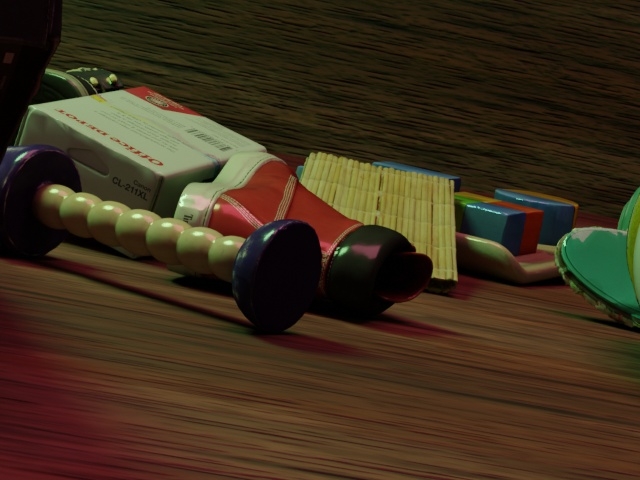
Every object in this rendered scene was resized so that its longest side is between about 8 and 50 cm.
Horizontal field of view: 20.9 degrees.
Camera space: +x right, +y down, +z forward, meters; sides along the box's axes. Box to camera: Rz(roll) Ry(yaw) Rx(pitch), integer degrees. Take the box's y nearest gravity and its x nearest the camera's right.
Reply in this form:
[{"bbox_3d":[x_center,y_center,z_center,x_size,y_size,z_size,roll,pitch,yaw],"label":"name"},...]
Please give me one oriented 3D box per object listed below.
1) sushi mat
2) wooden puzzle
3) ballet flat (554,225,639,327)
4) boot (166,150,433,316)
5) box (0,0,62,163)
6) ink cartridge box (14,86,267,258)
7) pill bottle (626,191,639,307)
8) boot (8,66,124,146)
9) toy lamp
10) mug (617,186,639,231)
[{"bbox_3d":[0.049,-0.021,1.580,0.151,0.019,0.316,13,18,0],"label":"sushi mat"},{"bbox_3d":[0.131,-0.028,1.850,0.322,0.081,0.348,14,6,28],"label":"wooden puzzle"},{"bbox_3d":[0.314,0.054,1.480,0.241,0.091,0.077,17,-24,13],"label":"ballet flat"},{"bbox_3d":[0.000,0.000,1.280,0.176,0.088,0.244,14,12,6],"label":"boot"},{"bbox_3d":[-0.299,-0.086,0.789,0.318,0.097,0.395,3,-11,-15],"label":"box"},{"bbox_3d":[-0.142,-0.057,1.346,0.127,0.072,0.175,28,20,18],"label":"ink cartridge box"},{"bbox_3d":[0.310,0.013,1.211,0.188,0.188,0.334,12,5,8],"label":"pill bottle"},{"bbox_3d":[-0.237,-0.126,1.609,0.236,0.085,0.178,-10,8,45],"label":"boot"},{"bbox_3d":[-0.128,-0.008,1.115,0.274,0.080,0.080,18,8,34],"label":"toy lamp"},{"bbox_3d":[0.366,0.011,1.799,0.097,0.158,0.129,7,26,29],"label":"mug"}]
